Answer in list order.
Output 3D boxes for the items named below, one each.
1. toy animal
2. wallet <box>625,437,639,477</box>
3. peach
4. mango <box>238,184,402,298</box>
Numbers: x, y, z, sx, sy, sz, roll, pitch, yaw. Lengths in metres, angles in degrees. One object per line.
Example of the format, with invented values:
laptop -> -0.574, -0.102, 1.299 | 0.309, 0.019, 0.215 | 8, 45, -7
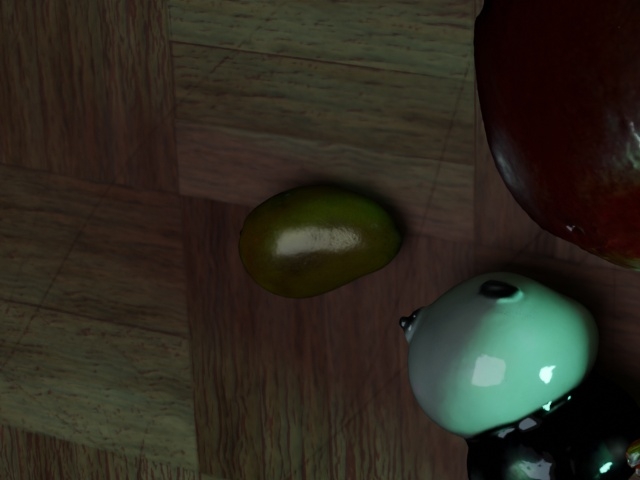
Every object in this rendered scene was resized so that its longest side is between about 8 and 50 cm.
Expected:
toy animal -> 0.187, 0.141, 1.851 | 0.187, 0.165, 0.235 | -29, 93, 34
wallet -> 0.381, 0.124, 1.745 | 0.067, 0.141, 0.241 | 48, 127, 9
peach -> 0.314, -0.172, 1.522 | 0.353, 0.339, 0.416 | 43, 139, 27
mango -> -0.004, -0.003, 1.943 | 0.163, 0.089, 0.111 | -25, 109, 26
